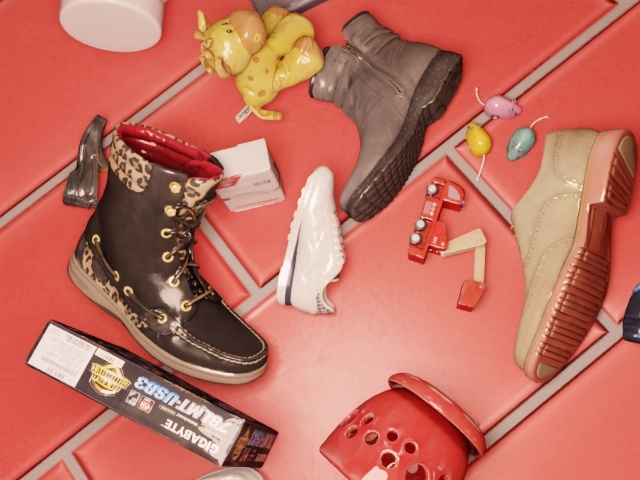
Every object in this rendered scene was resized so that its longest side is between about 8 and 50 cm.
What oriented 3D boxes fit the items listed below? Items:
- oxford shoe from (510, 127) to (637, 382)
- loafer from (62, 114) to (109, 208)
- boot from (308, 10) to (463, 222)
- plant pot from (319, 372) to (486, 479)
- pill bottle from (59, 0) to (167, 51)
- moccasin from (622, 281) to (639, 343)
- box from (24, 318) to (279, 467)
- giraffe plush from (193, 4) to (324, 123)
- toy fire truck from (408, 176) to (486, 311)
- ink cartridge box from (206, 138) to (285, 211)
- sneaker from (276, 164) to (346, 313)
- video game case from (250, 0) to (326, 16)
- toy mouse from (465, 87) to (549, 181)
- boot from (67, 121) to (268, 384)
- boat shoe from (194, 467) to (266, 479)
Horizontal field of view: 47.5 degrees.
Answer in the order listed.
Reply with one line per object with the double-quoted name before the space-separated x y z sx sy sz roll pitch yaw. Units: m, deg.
"oxford shoe" 0.360 0.017 1.116 0.146 0.140 0.397 15 81 42
"loafer" -0.395 -0.135 1.271 0.061 0.062 0.170 16 81 -12
"boot" 0.068 -0.207 1.213 0.222 0.118 0.338 27 75 20
"plant pot" 0.120 0.294 1.027 0.191 0.191 0.174 37 75 14
"pill bottle" -0.354 -0.536 1.287 0.204 0.204 0.361 -1 75 7
"moccasin" 0.604 0.172 1.040 0.341 0.137 0.117 25 84 27
"box" -0.218 0.225 1.027 0.293 0.295 0.073 26 78 12
"giraffe plush" -0.123 -0.312 1.196 0.181 0.170 0.210 35 94 35
"toy fire truck" 0.212 0.003 1.158 0.135 0.047 0.192 18 78 11
"ink cartridge box" -0.119 -0.103 1.182 0.099 0.135 0.056 -13 71 3
"sneaker" 0.000 0.000 1.149 0.094 0.090 0.235 14 103 12
"video game case" -0.071 -0.542 1.346 0.196 0.026 0.274 -26 73 0
"toy mouse" 0.310 -0.191 1.204 0.143 0.031 0.161 -12 74 4
"boot" -0.209 0.019 1.098 0.377 0.138 0.284 33 119 20
"boat shoe" -0.230 0.401 0.992 0.367 0.157 0.136 -23 50 -25
